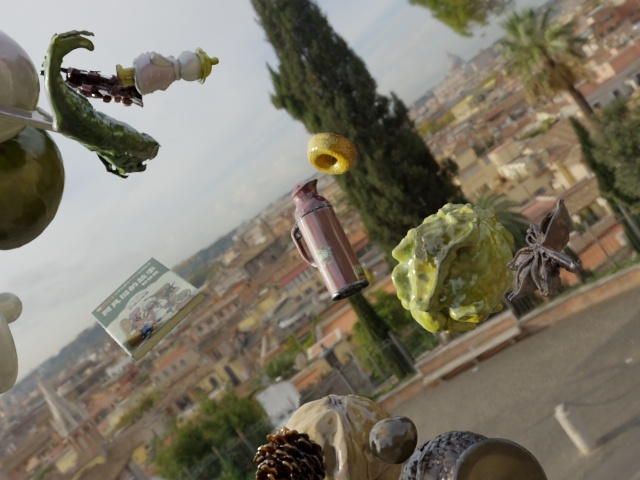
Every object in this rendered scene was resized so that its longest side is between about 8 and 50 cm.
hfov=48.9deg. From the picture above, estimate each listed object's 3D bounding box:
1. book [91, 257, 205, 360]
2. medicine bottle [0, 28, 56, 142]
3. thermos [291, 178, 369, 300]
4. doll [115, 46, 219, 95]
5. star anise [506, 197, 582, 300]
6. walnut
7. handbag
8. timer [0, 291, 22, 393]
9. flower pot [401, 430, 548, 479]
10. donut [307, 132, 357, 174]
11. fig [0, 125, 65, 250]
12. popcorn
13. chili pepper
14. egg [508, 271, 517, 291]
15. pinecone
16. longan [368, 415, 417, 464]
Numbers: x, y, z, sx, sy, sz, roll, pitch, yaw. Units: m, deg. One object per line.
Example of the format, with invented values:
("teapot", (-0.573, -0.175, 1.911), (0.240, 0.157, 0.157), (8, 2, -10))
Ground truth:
("book", (-0.400, 0.149, 1.611), (0.202, 0.027, 0.264), (-45, 37, -16))
("medicine bottle", (-0.697, -0.320, 1.362), (0.236, 0.406, 0.235), (-47, -23, -27))
("thermos", (0.008, -0.003, 1.889), (0.109, 0.330, 0.136), (-18, -16, -26))
("doll", (-0.307, -0.343, 1.416), (0.207, 0.081, 0.129), (-12, -17, -8))
("star anise", (0.414, 0.033, 1.310), (0.172, 0.063, 0.208), (-51, 20, 37))
("walnut", (0.071, 0.636, 2.064), (0.383, 0.383, 0.383), (-35, 5, 3))
("handbag", (-0.538, -0.377, 1.726), (0.203, 0.074, 0.216), (9, 8, -6))
("timer", (-0.711, 0.214, 1.481), (0.240, 0.233, 0.233), (-21, -7, -45))
("flower pot", (0.313, 0.506, 1.401), (0.266, 0.266, 0.267), (-37, -10, -22))
("donut", (0.029, -0.234, 1.927), (0.152, 0.152, 0.058), (-28, 42, 57))
("fig", (-0.711, -0.114, 1.556), (0.316, 0.316, 0.316), (-35, 5, 3))
("popcorn", (0.316, 0.066, 1.698), (0.312, 0.312, 0.312), (-35, 5, 3))
("chili pepper", (-0.253, -0.136, 0.834), (0.085, 0.076, 0.359), (-27, -5, -7))
("egg", (0.486, 0.101, 1.896), (0.080, 0.080, 0.096), (-38, 19, -31))
("pinecone", (-0.068, 0.486, 1.497), (0.173, 0.173, 0.173), (-35, 5, 3))
("longan", (0.152, 0.413, 1.470), (0.113, 0.092, 0.113), (-37, 20, 16))
